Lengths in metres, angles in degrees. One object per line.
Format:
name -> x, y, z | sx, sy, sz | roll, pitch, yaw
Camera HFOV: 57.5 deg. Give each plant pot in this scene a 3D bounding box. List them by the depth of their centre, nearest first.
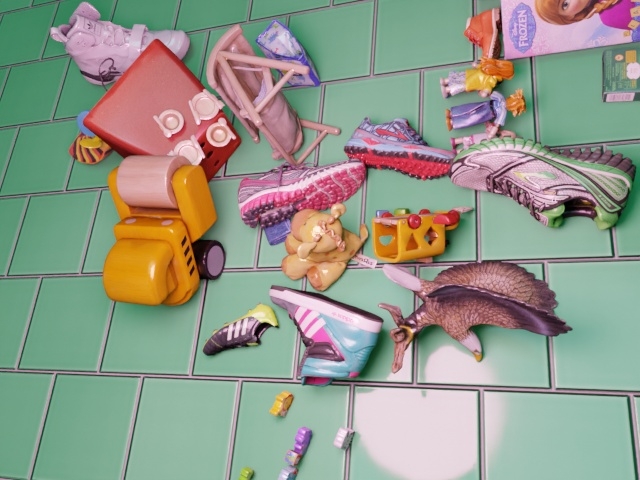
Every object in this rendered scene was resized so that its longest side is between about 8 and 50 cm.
plant pot -> -0.355, -0.271, 1.431 | 0.236, 0.267, 0.267 | 38, 84, 15

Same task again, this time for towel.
towel -> -0.107, -0.050, 1.364 | 0.067, 0.029, 0.119 | -25, 62, 10

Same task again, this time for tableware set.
tableware set -> -0.279, -0.249, 1.308 | 0.169, 0.020, 0.141 | -32, 89, -6

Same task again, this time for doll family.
doll family -> 0.350, -0.300, 1.251 | 0.163, 0.118, 0.262 | -10, 67, 18

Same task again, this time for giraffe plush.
giraffe plush -> 0.000, 0.000, 1.223 | 0.211, 0.170, 0.181 | 4, 69, 21

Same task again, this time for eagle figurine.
eagle figurine -> 0.274, 0.124, 1.067 | 0.299, 0.225, 0.226 | -25, 47, 20

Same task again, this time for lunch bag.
lunch bag -> -0.072, -0.458, 1.468 | 0.151, 0.129, 0.096 | 41, 91, 27

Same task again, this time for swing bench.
swing bench -> -0.122, -0.319, 1.356 | 0.255, 0.253, 0.165 | 39, 85, 29

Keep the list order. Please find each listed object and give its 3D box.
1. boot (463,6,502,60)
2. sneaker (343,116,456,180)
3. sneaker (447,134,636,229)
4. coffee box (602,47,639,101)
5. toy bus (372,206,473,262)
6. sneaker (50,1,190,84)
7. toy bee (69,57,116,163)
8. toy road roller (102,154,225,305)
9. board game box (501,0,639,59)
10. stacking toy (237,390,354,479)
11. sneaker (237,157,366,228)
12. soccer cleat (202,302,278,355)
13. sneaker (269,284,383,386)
boot -> 0.375, -0.468, 1.353 | 0.085, 0.059, 0.157 | -3, 59, 22
sneaker -> 0.183, -0.220, 1.289 | 0.262, 0.104, 0.125 | 16, 73, 25
sneaker -> 0.418, -0.110, 1.138 | 0.344, 0.134, 0.146 | 11, 73, 23
coffee box -> 0.679, -0.341, 1.193 | 0.184, 0.040, 0.113 | 1, 69, 21
toy bus -> 0.203, -0.008, 1.173 | 0.202, 0.191, 0.104 | 0, 97, 15
sneaker -> -0.569, -0.562, 1.647 | 0.366, 0.210, 0.137 | -7, 66, 17
toy bee -> -0.558, -0.300, 1.548 | 0.162, 0.298, 0.195 | 35, 53, -4
toy road roller -> -0.362, -0.004, 1.267 | 0.203, 0.329, 0.240 | 3, 30, 21
board game box -> 0.528, -0.545, 1.181 | 0.318, 0.318, 0.065 | -3, 43, 20
stacking toy -> -0.051, 0.428, 1.133 | 0.167, 0.052, 0.221 | 20, 78, 28
sneaker -> -0.045, -0.131, 1.308 | 0.300, 0.120, 0.111 | -16, 59, 0
soccer cleat -> -0.174, 0.207, 1.264 | 0.179, 0.060, 0.072 | -33, 62, 1
sneaker -> -0.013, 0.201, 1.177 | 0.296, 0.124, 0.178 | 16, 90, 46
